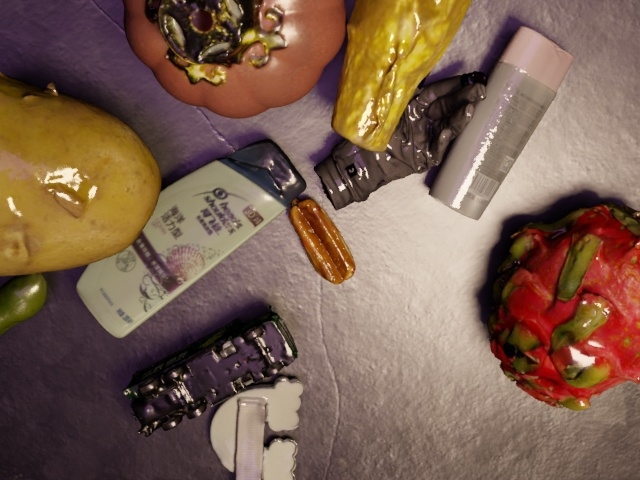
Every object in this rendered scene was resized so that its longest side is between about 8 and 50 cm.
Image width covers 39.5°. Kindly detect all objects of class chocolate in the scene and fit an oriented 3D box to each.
[{"bbox_3d":[0.133,-0.326,1.130,0.162,0.162,0.445,21,101,-3],"label":"chocolate"}]

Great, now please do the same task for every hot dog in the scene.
[{"bbox_3d":[0.000,-0.001,1.316,0.062,0.038,0.144,-31,97,9],"label":"hot dog"}]

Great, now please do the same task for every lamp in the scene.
[{"bbox_3d":[-0.117,-0.302,1.146,0.305,0.239,0.305,4,115,9],"label":"lamp"}]

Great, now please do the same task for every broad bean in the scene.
[{"bbox_3d":[-0.523,0.146,1.345,0.098,0.056,0.318,41,104,-13],"label":"broad bean"}]

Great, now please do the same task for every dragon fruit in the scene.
[{"bbox_3d":[0.367,0.086,1.238,0.231,0.237,0.303,24,90,-25],"label":"dragon fruit"}]

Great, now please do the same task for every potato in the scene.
[{"bbox_3d":[-0.406,-0.031,1.215,0.296,0.290,0.397,25,118,-25],"label":"potato"}]

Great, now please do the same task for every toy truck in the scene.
[{"bbox_3d":[-0.160,0.191,1.313,0.259,0.121,0.088,-28,99,6],"label":"toy truck"}]

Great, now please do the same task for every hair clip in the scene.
[{"bbox_3d":[-0.103,0.314,1.375,0.140,0.054,0.220,4,99,4],"label":"hair clip"}]

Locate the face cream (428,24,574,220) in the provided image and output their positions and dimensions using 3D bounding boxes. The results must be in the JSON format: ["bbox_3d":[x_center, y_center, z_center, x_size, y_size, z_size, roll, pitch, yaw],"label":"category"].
[{"bbox_3d":[0.254,-0.162,1.260,0.107,0.073,0.269,20,104,-35],"label":"face cream"}]

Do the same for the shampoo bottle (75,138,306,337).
[{"bbox_3d":[-0.194,-0.016,1.296,0.359,0.078,0.134,-38,92,8],"label":"shampoo bottle"}]

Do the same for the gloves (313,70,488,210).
[{"bbox_3d":[0.109,-0.151,1.250,0.285,0.119,0.142,-30,102,21],"label":"gloves"}]
